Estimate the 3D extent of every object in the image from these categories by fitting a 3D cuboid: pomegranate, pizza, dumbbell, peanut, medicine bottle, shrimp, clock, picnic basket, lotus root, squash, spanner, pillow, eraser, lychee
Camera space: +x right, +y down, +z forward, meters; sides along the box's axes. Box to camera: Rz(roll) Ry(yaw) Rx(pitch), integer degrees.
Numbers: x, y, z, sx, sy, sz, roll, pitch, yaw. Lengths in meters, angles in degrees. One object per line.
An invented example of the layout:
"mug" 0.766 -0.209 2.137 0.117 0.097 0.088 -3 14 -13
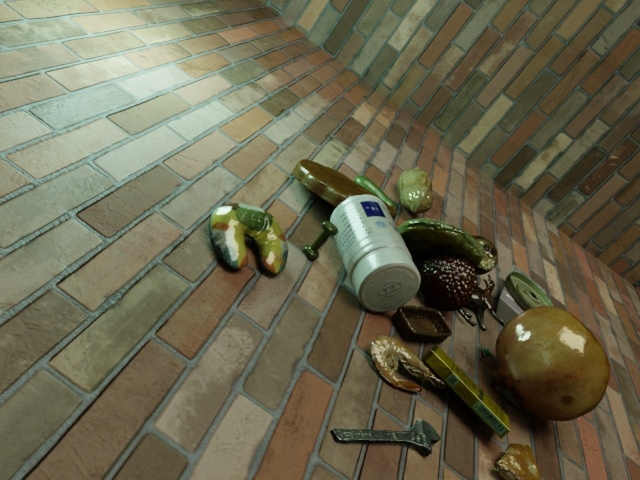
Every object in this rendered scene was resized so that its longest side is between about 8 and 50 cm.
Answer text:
"pomegranate" 0.651 0.364 1.766 0.338 0.338 0.338 29 29 -18
"pizza" 0.486 0.578 1.493 0.161 0.062 0.182 33 32 -25
"dumbbell" 0.000 0.000 1.718 0.052 0.118 0.046 47 25 20
"peanut" 0.390 -0.199 2.453 0.140 0.153 0.325 27 22 -10
"medicine bottle" 0.155 0.033 1.774 0.190 0.190 0.332 20 32 -31
"shrimp" 0.222 0.333 1.551 0.236 0.053 0.133 35 32 -10
"clock" 0.789 0.211 2.253 0.235 0.029 0.235 29 29 -18
"picnic basket" 0.295 0.247 1.763 0.194 0.055 0.110 13 38 -40
"lotus root" 0.543 0.053 2.201 0.170 0.141 0.314 9 -2 -7
"squash" 0.206 -0.163 2.266 0.219 0.068 0.077 47 13 18
"spanner" 0.156 0.435 1.345 0.326 0.026 0.093 16 34 -35
"pillow" -0.182 -0.005 1.562 0.233 0.086 0.214 15 46 -42
"eraser" 0.771 0.242 2.308 0.213 0.082 0.397 42 28 8
"lychee" 0.407 0.141 1.943 0.188 0.188 0.188 29 29 -18

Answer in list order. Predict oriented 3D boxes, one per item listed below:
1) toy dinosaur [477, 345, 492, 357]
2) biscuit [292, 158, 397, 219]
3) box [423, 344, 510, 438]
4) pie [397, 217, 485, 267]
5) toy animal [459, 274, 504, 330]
"toy dinosaur" 0.524 0.358 1.907 0.062 0.021 0.083 44 24 -16
"biscuit" 0.081 -0.162 2.051 0.381 0.074 0.359 32 18 2
"box" 0.391 0.398 1.618 0.279 0.041 0.153 46 9 13
"pie" 0.380 0.024 2.005 0.323 0.323 0.070 26 65 -22
"toy animal" 0.549 0.197 2.112 0.244 0.087 0.259 25 33 -27
